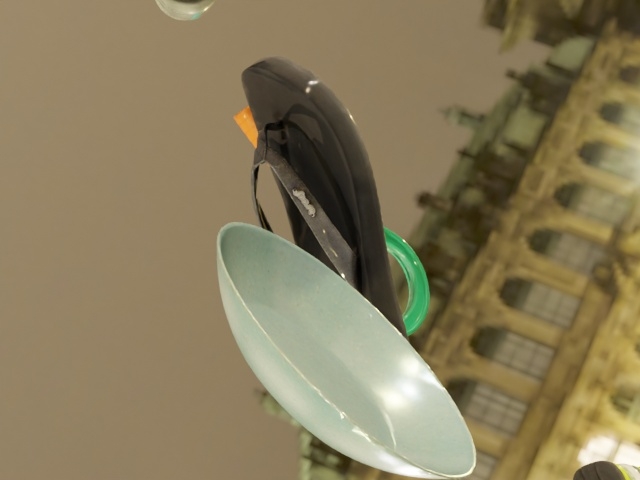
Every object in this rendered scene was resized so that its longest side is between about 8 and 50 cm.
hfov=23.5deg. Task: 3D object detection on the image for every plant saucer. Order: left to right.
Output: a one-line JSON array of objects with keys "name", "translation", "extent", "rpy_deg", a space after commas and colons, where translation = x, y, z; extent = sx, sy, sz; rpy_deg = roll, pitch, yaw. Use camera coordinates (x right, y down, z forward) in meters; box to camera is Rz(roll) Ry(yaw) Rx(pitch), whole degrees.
[{"name": "plant saucer", "translation": [0.005, 0.070, 0.861], "extent": [0.037, 0.195, 0.195], "rpy_deg": [-47, -13, 14]}]

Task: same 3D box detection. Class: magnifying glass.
[{"name": "magnifying glass", "translation": [0.007, -0.016, 1.267], "extent": [0.092, 0.231, 0.026], "rpy_deg": [-39, 6, -33]}]

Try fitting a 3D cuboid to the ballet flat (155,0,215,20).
[{"name": "ballet flat", "translation": [-0.119, -0.264, 1.130], "extent": [0.068, 0.072, 0.213], "rpy_deg": [137, 121, -78]}]

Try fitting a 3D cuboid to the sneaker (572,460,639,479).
[{"name": "sneaker", "translation": [0.290, 0.309, 1.185], "extent": [0.111, 0.121, 0.300], "rpy_deg": [153, 108, -67]}]

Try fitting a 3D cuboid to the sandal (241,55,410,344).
[{"name": "sandal", "translation": [0.001, 0.000, 1.022], "extent": [0.054, 0.097, 0.254], "rpy_deg": [-23, -81, -30]}]
